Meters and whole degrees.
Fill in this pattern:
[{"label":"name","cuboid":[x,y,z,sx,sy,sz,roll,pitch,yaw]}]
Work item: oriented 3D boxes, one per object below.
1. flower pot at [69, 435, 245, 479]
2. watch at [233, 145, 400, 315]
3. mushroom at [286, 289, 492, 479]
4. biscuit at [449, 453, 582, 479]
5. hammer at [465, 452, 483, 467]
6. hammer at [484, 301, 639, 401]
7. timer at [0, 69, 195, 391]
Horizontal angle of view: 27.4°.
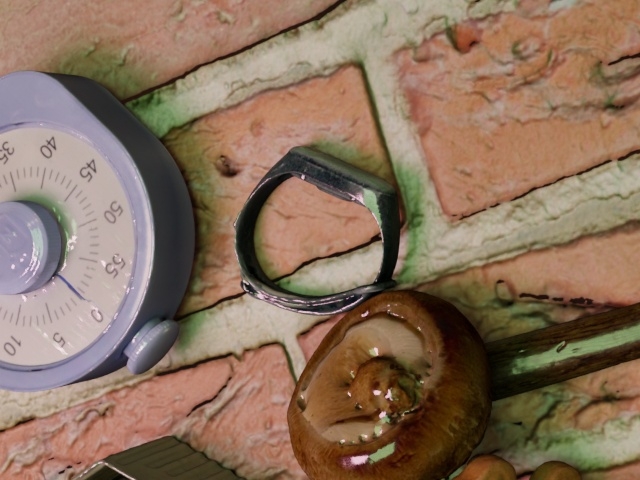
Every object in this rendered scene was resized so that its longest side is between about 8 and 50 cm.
[{"label":"flower pot","cuboid":[-0.211,0.364,1.575,0.239,0.189,0.209,26,100,16]},{"label":"watch","cuboid":[0.000,0.000,1.550,0.206,0.068,0.193,25,103,22]},{"label":"mushroom","cuboid":[0.074,0.177,1.454,0.253,0.253,0.153,-32,125,18]},{"label":"biscuit","cuboid":[0.180,0.393,1.439,0.047,0.202,0.334,32,104,56]},{"label":"hammer","cuboid":[0.212,0.299,1.509,0.029,0.014,0.123,-43,79,25]},{"label":"hammer","cuboid":[0.353,0.091,1.424,0.408,0.095,0.242,-19,85,25]},{"label":"timer","cuboid":[-0.330,0.013,1.615,0.395,0.173,0.395,0,91,20]}]
